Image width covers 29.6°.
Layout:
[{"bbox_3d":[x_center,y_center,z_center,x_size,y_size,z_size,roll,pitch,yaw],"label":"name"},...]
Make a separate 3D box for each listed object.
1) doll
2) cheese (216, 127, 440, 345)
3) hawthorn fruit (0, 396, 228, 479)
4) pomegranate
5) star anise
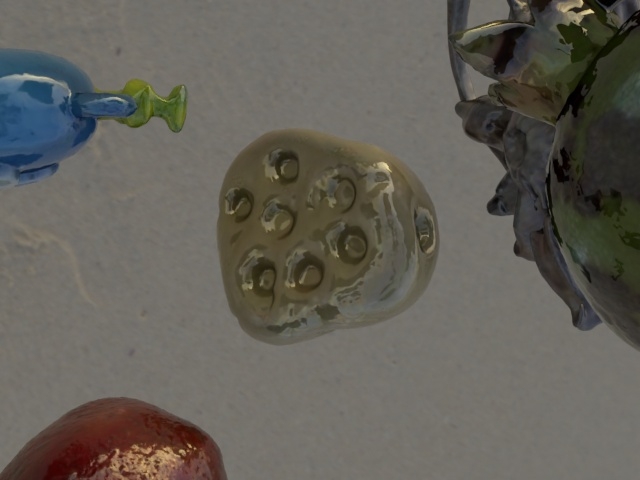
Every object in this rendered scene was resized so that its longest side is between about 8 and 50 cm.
[{"bbox_3d":[-0.288,-0.071,0.821,0.346,0.341,0.099,-2,83,-77],"label":"doll"},{"bbox_3d":[0.000,0.000,1.156,0.218,0.235,0.117,-53,145,11],"label":"cheese"},{"bbox_3d":[-0.187,0.246,1.002,0.249,0.215,0.215,-23,120,-44],"label":"hawthorn fruit"},{"bbox_3d":[0.137,-0.038,0.432,0.148,0.169,0.148,-27,160,-11],"label":"pomegranate"},{"bbox_3d":[0.220,-0.103,1.043,0.139,0.316,0.360,-2,83,-29],"label":"star anise"}]
